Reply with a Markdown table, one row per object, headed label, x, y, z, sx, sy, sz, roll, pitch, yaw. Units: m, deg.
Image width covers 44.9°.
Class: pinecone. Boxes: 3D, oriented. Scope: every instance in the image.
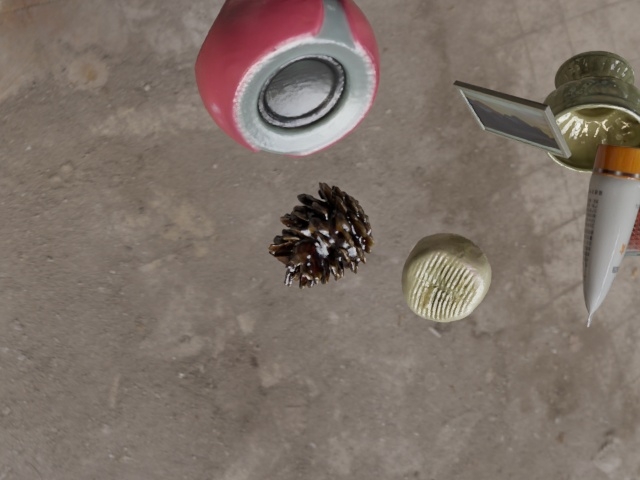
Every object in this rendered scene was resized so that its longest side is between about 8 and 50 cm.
| label | x | y | z | sx | sy | sz | roll | pitch | yaw |
| --- | --- | --- | --- | --- | --- | --- | --- | --- | --- |
| pinecone | 0.000 | -0.005 | 1.501 | 0.205 | 0.179 | 0.184 | -24 | 73 | -6 |

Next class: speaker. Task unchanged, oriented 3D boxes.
| label | x | y | z | sx | sy | sz | roll | pitch | yaw |
| --- | --- | --- | --- | --- | --- | --- | --- | --- | --- |
| speaker | -0.045 | -0.275 | 1.241 | 0.294 | 0.294 | 0.294 | 1 | 88 | -31 |

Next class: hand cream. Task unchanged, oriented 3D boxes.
| label | x | y | z | sx | sy | sz | roll | pitch | yaw |
| --- | --- | --- | --- | --- | --- | --- | --- | --- | --- |
| hand cream | 0.492 | -0.009 | 1.340 | 0.140 | 0.089 | 0.314 | -20 | 121 | -65 |

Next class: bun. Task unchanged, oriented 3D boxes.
| label | x | y | z | sx | sy | sz | roll | pitch | yaw |
| --- | --- | --- | --- | --- | --- | --- | --- | --- | --- |
| bun | 0.267 | 0.077 | 1.638 | 0.128 | 0.178 | 0.193 | -43 | 156 | -56 |

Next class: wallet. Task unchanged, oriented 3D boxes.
| label | x | y | z | sx | sy | sz | roll | pitch | yaw |
| --- | --- | --- | --- | --- | --- | --- | --- | --- | --- |
| wallet | 0.591 | -0.017 | 1.465 | 0.020 | 0.196 | 0.103 | -29 | 92 | -11 |

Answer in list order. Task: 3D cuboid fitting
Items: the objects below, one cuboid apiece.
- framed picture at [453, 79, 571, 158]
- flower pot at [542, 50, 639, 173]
| label | x | y | z | sx | sy | sz | roll | pitch | yaw |
| --- | --- | --- | --- | --- | --- | --- | --- | --- | --- |
| framed picture | 0.447 | -0.283 | 1.806 | 0.018 | 0.265 | 0.192 | -54 | 135 | -7 |
| flower pot | 0.750 | -0.361 | 2.108 | 0.307 | 0.307 | 0.244 | 30 | 54 | -26 |
